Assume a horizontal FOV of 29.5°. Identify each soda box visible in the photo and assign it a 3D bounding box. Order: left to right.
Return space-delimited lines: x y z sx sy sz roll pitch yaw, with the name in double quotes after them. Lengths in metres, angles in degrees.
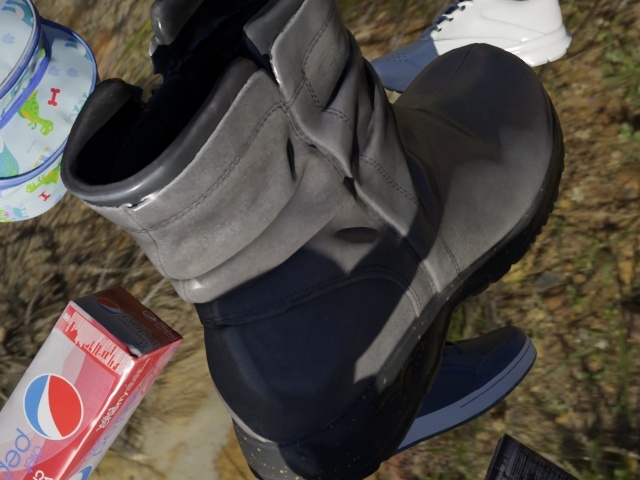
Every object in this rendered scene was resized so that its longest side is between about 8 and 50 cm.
-0.237 0.170 1.104 0.083 0.092 0.263 39 108 11 "soda box"

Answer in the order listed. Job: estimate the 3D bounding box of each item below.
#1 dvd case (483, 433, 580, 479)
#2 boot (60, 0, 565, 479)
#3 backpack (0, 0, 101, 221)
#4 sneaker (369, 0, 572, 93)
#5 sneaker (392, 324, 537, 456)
0.261 0.321 1.276 0.221 0.018 0.164 32 46 -1 "dvd case"
0.023 -0.064 0.616 0.338 0.118 0.222 -61 138 -43 "boot"
-0.160 -0.068 0.554 0.114 0.084 0.105 26 66 4 "backpack"
0.203 -0.291 1.721 0.297 0.111 0.129 -19 115 -5 "sneaker"
0.048 0.072 0.922 0.226 0.086 0.163 -24 96 -18 "sneaker"
